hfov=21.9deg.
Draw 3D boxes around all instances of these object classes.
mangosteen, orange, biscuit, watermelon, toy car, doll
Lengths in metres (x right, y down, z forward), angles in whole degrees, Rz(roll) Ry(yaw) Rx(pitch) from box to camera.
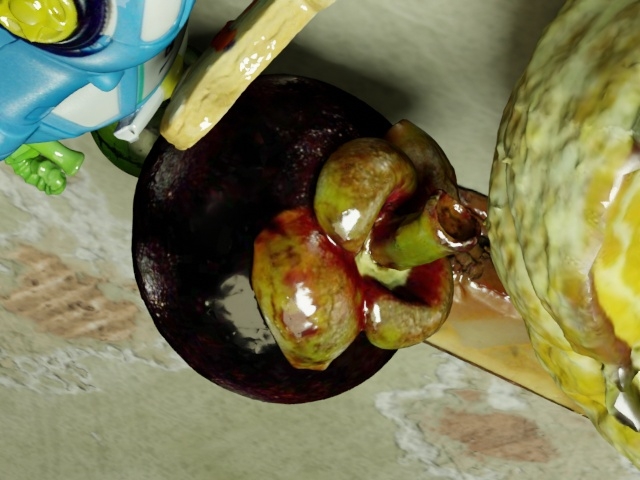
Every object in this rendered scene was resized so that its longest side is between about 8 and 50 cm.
[{"bbox_3d":[0.000,0.000,1.030,0.250,0.211,0.211,3,145,46],"label":"mangosteen"},{"bbox_3d":[0.222,-0.028,0.969,0.210,0.271,0.369,46,172,47],"label":"orange"},{"bbox_3d":[-0.005,-0.150,0.939,0.030,0.153,0.234,43,100,-14],"label":"biscuit"},{"bbox_3d":[-0.114,-0.093,1.131,0.109,0.109,0.109,12,144,8],"label":"watermelon"},{"bbox_3d":[-0.144,-0.144,0.985,0.314,0.198,0.166,-23,125,42],"label":"toy car"},{"bbox_3d":[-0.222,-0.078,1.205,0.115,0.050,0.190,41,169,3],"label":"doll"}]

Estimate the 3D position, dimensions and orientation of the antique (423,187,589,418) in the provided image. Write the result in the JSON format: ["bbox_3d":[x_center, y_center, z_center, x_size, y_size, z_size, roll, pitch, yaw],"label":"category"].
[{"bbox_3d":[0.155,0.049,1.216,0.310,0.087,0.093,25,142,-10],"label":"antique"}]
